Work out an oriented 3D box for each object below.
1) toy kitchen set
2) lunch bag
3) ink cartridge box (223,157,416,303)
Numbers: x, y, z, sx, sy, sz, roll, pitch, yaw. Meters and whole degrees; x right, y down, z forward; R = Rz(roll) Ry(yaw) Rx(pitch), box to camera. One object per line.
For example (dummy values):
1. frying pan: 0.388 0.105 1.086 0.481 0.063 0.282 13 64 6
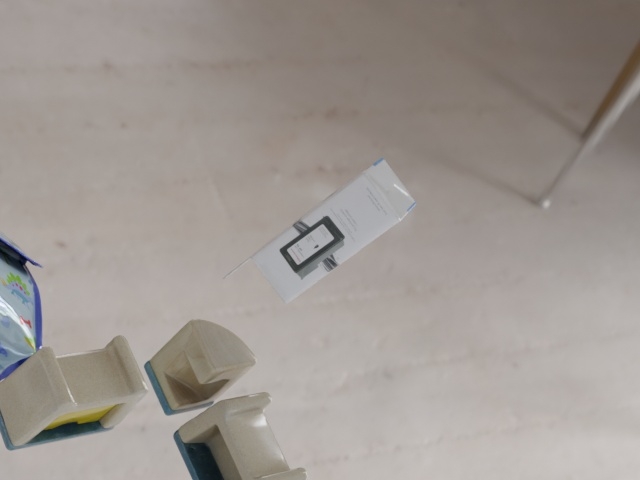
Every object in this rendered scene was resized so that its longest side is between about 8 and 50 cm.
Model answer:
1. toy kitchen set: -0.106 0.174 1.051 0.166 0.122 0.207 -7 63 -43
2. lunch bag: -0.272 0.021 1.195 0.129 0.096 0.151 42 23 -39
3. ink cartridge box: 0.000 0.000 0.751 0.028 0.083 0.048 54 17 -1
